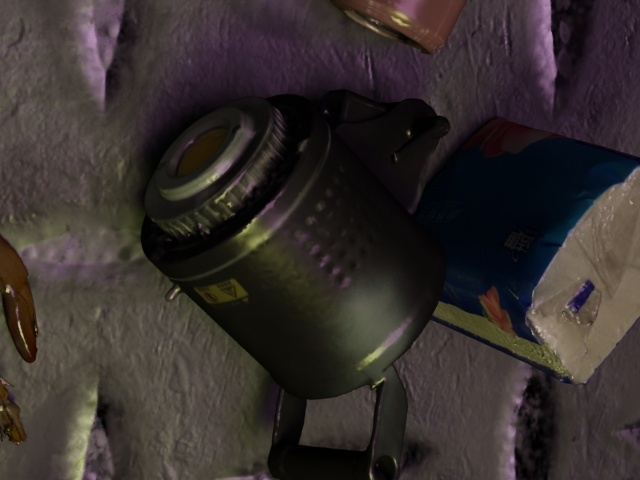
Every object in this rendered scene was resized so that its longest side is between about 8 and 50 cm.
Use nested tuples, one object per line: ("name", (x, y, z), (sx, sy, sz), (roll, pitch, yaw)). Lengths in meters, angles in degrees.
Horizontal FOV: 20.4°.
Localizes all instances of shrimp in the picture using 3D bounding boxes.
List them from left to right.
("shrimp", (-0.307, 0.080, 1.595), (0.133, 0.053, 0.236), (-42, 116, -36))

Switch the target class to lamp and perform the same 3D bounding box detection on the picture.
("lamp", (-0.034, 0.010, 1.620), (0.272, 0.205, 0.374), (25, 73, -35))

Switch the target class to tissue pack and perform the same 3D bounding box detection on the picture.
("tissue pack", (0.201, 0.001, 1.708), (0.137, 0.269, 0.209), (42, 82, -30))

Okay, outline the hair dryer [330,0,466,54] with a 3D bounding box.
("hair dryer", (0.006, -0.339, 1.629), (0.352, 0.125, 0.210), (26, 90, -20))
